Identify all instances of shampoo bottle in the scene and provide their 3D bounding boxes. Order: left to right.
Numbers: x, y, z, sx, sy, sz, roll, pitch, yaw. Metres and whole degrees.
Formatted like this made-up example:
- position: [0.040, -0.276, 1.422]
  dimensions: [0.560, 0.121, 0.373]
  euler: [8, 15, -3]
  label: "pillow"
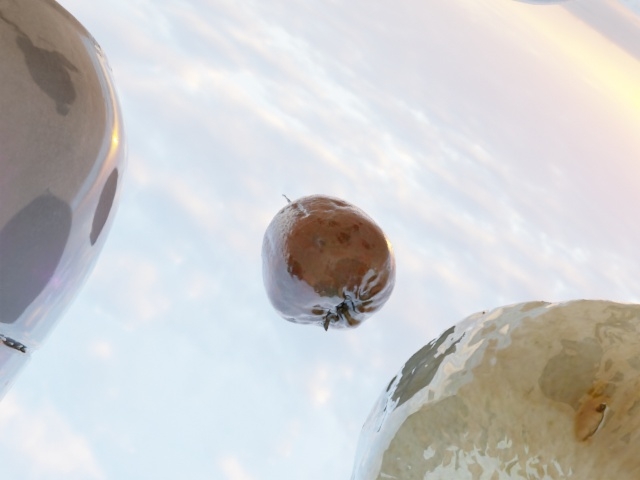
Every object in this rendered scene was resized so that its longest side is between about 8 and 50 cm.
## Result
- position: [-0.273, -0.031, 0.468]
  dimensions: [0.272, 0.267, 0.273]
  euler: [16, 165, 5]
  label: "shampoo bottle"

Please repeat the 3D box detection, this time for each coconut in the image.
- position: [0.220, 0.237, 0.541]
  dimensions: [0.415, 0.344, 0.415]
  euler: [42, -157, -22]
  label: "coconut"

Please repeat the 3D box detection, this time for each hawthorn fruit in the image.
- position: [-0.001, 0.007, 0.796]
  dimensions: [0.149, 0.149, 0.189]
  euler: [-5, -114, -56]
  label: "hawthorn fruit"

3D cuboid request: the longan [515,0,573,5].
- position: [0.153, -0.269, 0.494]
  dimensions: [0.196, 0.220, 0.197]
  euler: [9, -132, -10]
  label: "longan"
